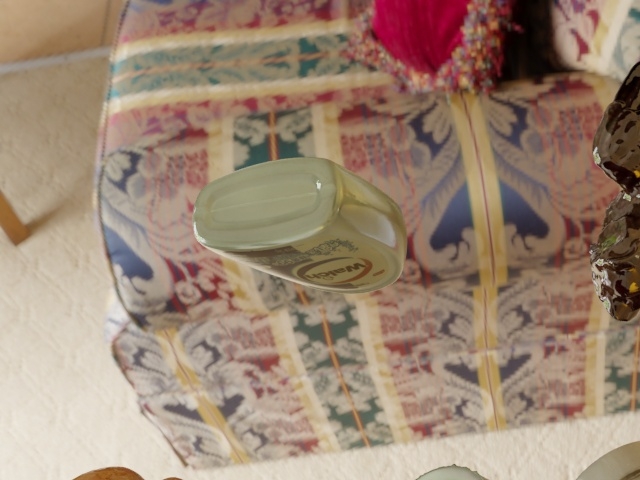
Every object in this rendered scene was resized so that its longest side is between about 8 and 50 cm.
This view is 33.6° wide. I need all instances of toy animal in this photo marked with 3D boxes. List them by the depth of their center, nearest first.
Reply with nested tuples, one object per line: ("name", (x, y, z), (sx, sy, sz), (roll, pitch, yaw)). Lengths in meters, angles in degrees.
("toy animal", (0.251, -0.019, 0.703), (0.116, 0.218, 0.179), (-5, 28, 37))

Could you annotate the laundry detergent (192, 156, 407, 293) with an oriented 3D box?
("laundry detergent", (0.000, 0.000, 1.258), (0.215, 0.280, 0.105), (-10, 69, 25))

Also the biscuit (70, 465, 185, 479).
("biscuit", (-0.251, 0.324, 1.084), (0.334, 0.202, 0.047), (-3, 30, -35))

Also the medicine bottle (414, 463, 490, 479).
("medicine bottle", (0.117, 0.187, 0.633), (0.074, 0.218, 0.074), (-12, 63, 25))

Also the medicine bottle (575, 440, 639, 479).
("medicine bottle", (0.277, 0.262, 0.733), (0.131, 0.131, 0.250), (-27, 39, -6))
